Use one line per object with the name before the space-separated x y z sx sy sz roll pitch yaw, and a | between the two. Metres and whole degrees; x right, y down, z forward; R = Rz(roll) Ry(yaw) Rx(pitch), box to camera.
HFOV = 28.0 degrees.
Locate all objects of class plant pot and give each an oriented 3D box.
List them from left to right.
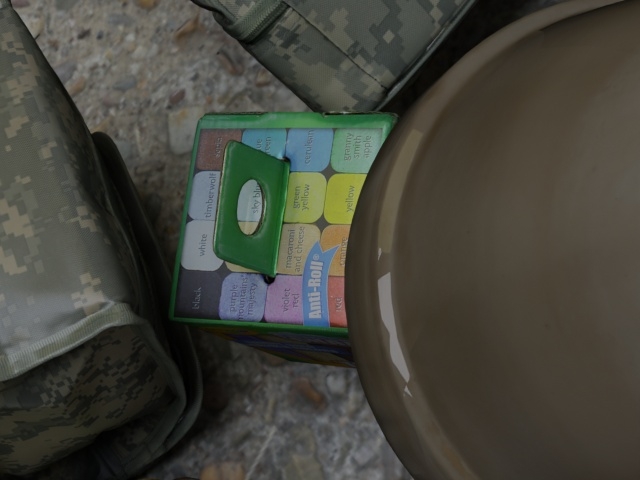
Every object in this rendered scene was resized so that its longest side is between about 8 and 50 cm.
plant pot | 0.196 0.008 0.583 0.323 0.280 0.323 2 80 -10

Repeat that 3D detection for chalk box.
chalk box | 0.000 0.000 0.779 0.132 0.213 0.132 3 79 24

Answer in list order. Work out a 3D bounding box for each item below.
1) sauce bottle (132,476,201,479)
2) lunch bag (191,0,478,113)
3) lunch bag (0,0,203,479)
sauce bottle | -0.204 0.219 0.815 0.344 0.111 0.111 -15 70 33
lunch bag | 0.007 -0.264 0.799 0.256 0.212 0.305 38 96 -16
lunch bag | -0.187 0.025 0.829 0.169 0.287 0.235 -22 68 -4
